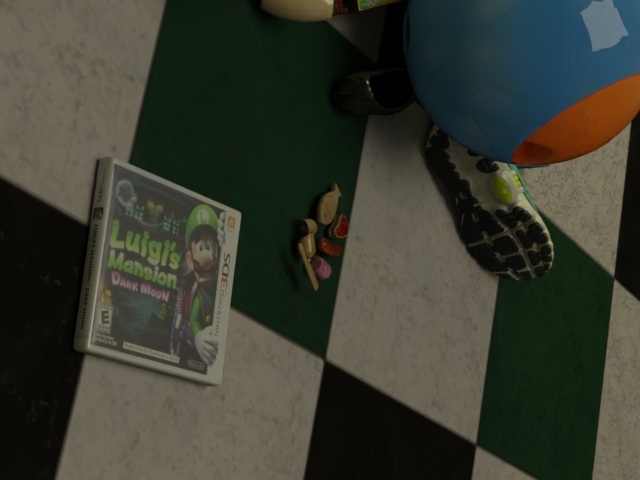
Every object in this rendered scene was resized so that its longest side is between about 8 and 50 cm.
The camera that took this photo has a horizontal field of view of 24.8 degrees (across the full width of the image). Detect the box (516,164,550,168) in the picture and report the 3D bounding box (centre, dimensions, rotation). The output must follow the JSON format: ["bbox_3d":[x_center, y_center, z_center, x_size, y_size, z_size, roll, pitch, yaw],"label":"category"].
[{"bbox_3d":[0.260,-0.185,1.925,0.105,0.043,0.179,-6,90,-56],"label":"box"}]

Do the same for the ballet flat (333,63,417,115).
[{"bbox_3d":[0.076,-0.168,1.646,0.173,0.049,0.057,-21,104,-55],"label":"ballet flat"}]

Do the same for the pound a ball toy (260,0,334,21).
[{"bbox_3d":[-0.059,-0.368,1.386,0.208,0.136,0.319,-89,176,-83],"label":"pound a ball toy"}]

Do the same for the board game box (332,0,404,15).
[{"bbox_3d":[0.058,-0.333,1.634,0.170,0.048,0.141,-26,110,-54],"label":"board game box"}]

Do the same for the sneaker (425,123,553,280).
[{"bbox_3d":[0.224,-0.065,1.814,0.275,0.107,0.110,63,32,-31],"label":"sneaker"}]

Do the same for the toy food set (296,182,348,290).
[{"bbox_3d":[0.000,0.000,1.550,0.122,0.019,0.078,-54,131,-53],"label":"toy food set"}]

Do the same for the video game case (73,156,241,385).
[{"bbox_3d":[-0.144,0.033,1.331,0.190,0.022,0.173,23,68,-52],"label":"video game case"}]

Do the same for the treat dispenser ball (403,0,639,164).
[{"bbox_3d":[0.235,-0.227,1.617,0.288,0.288,0.288,7,82,-55],"label":"treat dispenser ball"}]
